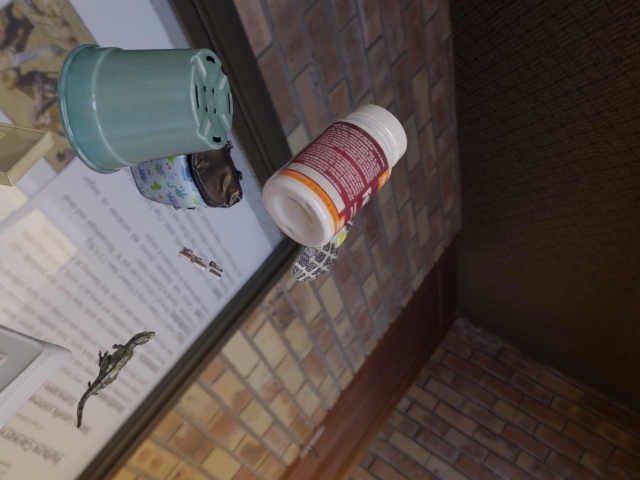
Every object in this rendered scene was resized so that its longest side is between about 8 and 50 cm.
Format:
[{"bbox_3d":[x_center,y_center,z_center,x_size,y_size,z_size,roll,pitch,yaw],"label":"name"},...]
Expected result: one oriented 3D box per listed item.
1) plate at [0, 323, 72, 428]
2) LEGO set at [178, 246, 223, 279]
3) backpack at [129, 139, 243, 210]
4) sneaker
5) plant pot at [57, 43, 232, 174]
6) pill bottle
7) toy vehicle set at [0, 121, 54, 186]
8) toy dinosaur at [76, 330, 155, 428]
[{"bbox_3d":[-0.776,0.291,1.379,0.278,0.277,0.045,17,126,10],"label":"plate"},{"bbox_3d":[-0.464,0.094,2.299,0.182,0.060,0.244,33,-178,-9],"label":"LEGO set"},{"bbox_3d":[-0.472,-0.245,2.027,0.355,0.273,0.290,24,138,45],"label":"backpack"},{"bbox_3d":[0.000,0.000,1.724,0.110,0.275,0.107,12,152,51],"label":"sneaker"},{"bbox_3d":[-0.427,-0.352,1.552,0.334,0.341,0.341,-2,146,13],"label":"plant pot"},{"bbox_3d":[0.049,-0.183,1.602,0.224,0.392,0.224,31,149,22],"label":"pill bottle"},{"bbox_3d":[-0.765,-0.207,1.343,0.266,0.166,0.035,12,135,9],"label":"toy vehicle set"},{"bbox_3d":[-0.493,0.305,1.376,0.064,0.268,0.118,46,145,-21],"label":"toy dinosaur"}]
